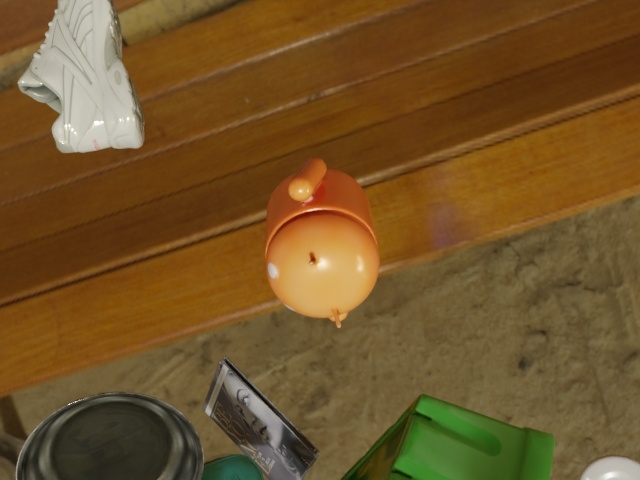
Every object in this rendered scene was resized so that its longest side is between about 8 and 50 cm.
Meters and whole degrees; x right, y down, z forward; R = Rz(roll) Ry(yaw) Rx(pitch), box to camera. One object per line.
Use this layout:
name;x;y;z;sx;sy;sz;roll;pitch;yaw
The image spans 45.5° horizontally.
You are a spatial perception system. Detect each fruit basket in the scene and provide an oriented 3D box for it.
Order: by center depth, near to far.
fruit basket;0.171;0.423;0.912;0.392;0.392;0.283;8;31;20

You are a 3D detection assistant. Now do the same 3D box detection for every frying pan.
frying pan;-0.187;0.287;0.868;0.197;0.326;0.053;-43;27;4

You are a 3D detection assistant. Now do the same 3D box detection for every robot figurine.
robot figurine;-0.001;-0.002;0.857;0.128;0.158;0.219;20;28;-15

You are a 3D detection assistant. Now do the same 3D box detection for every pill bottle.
pill bottle;0.644;0.551;1.667;0.161;0.283;0.161;-5;74;17

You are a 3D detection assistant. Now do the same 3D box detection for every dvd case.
dvd case;-0.106;0.314;1.272;0.221;0.164;0.018;43;48;17

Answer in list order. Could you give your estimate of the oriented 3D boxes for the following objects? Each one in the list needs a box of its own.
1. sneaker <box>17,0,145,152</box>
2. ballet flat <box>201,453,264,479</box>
sneaker;-0.262;-0.196;0.797;0.115;0.090;0.232;-14;71;-9
ballet flat;-0.247;0.384;1.030;0.139;0.400;0.139;-2;86;42
